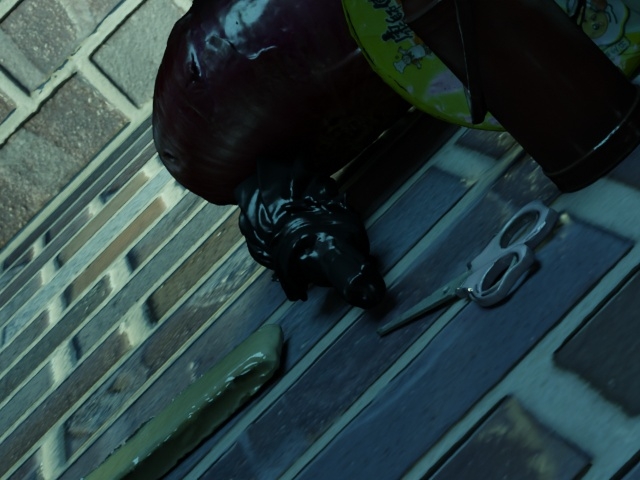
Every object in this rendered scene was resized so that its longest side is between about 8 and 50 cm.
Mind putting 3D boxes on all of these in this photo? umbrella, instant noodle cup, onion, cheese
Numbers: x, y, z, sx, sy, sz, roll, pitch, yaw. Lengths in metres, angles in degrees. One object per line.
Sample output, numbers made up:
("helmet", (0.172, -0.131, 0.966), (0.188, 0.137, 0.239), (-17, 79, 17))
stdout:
("umbrella", (0.000, 0.000, 1.482), (0.118, 0.118, 0.340), (-45, 19, -1))
("instant noodle cup", (0.158, -0.235, 1.397), (0.264, 0.264, 0.200), (-40, 6, 21))
("onion", (-0.035, -0.202, 1.711), (0.348, 0.285, 0.347), (-36, -10, -7))
("cheese", (-0.182, 0.215, 1.495), (0.400, 0.034, 0.085), (-42, 18, 13))

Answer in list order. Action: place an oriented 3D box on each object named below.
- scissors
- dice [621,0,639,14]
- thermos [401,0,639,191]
("scissors", (0.099, 0.033, 1.235), (0.189, 0.015, 0.100), (-33, 20, 45))
("dice", (0.299, -0.301, 1.086), (0.262, 0.268, 0.265), (-53, 15, -31))
("thermos", (0.132, -0.150, 1.211), (0.124, 0.232, 0.099), (-42, 13, 10))
